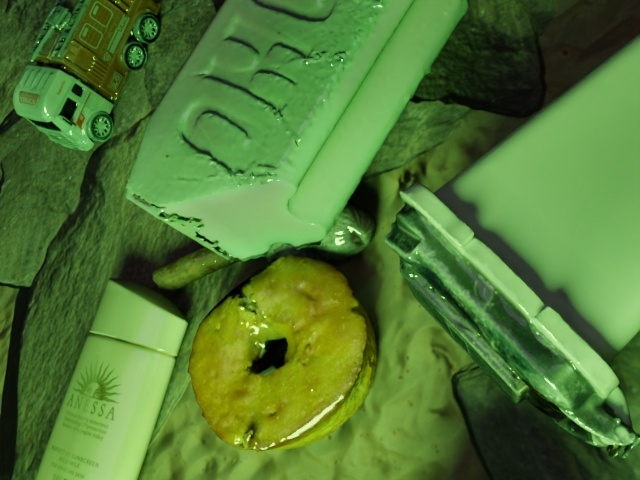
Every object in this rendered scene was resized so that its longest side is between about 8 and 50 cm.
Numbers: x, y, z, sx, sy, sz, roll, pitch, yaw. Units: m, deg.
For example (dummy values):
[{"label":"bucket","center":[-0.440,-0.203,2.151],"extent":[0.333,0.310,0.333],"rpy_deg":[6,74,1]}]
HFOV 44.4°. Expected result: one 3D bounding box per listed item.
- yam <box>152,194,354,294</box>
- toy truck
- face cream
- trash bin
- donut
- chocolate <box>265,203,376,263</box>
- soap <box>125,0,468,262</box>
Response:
[{"label":"yam","center":[-0.099,0.000,1.121],"extent":[0.327,0.045,0.045],"rpy_deg":[-24,83,19]},{"label":"toy truck","center":[-0.421,-0.325,1.391],"extent":[0.136,0.162,0.305],"rpy_deg":[16,78,36]},{"label":"face cream","center":[-0.296,0.229,1.119],"extent":[0.173,0.081,0.348],"rpy_deg":[8,74,34]},{"label":"trash bin","center":[0.285,-0.009,0.759],"extent":[0.367,0.256,0.296],"rpy_deg":[-42,69,-1]},{"label":"donut","center":[-0.046,0.144,0.978],"extent":[0.253,0.118,0.253],"rpy_deg":[-14,63,30]},{"label":"chocolate","center":[0.000,0.000,1.040],"extent":[0.167,0.072,0.072],"rpy_deg":[-24,58,25]},{"label":"soap","center":[-0.042,-0.187,1.004],"extent":[0.261,0.156,0.446],"rpy_deg":[30,86,34]}]
